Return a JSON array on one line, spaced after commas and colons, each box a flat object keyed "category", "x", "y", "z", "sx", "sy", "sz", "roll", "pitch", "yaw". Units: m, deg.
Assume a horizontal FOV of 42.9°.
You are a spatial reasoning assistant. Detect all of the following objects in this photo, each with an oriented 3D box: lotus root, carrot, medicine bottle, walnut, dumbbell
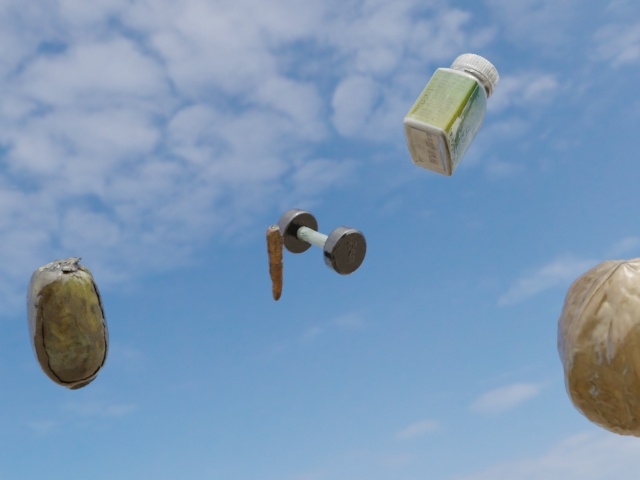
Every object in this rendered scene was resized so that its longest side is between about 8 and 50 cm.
[{"category": "lotus root", "x": -0.530, "y": 0.175, "z": 1.703, "sx": 0.160, "sy": 0.275, "sz": 0.152, "roll": -16, "pitch": 19, "yaw": -33}, {"category": "carrot", "x": -0.087, "y": 0.046, "z": 1.593, "sx": 0.035, "sy": 0.035, "sz": 0.165, "roll": -7, "pitch": -68, "yaw": -15}, {"category": "medicine bottle", "x": 0.226, "y": -0.224, "z": 1.399, "sx": 0.088, "sy": 0.188, "sz": 0.132, "roll": 23, "pitch": -22, "yaw": 28}, {"category": "walnut", "x": 0.533, "y": 0.175, "z": 1.381, "sx": 0.252, "sy": 0.277, "sz": 0.313, "roll": -8, "pitch": -66, "yaw": 12}, {"category": "dumbbell", "x": 0.000, "y": 0.000, "z": 1.707, "sx": 0.100, "sy": 0.191, "sz": 0.100, "roll": -18, "pitch": -62, "yaw": -37}]
